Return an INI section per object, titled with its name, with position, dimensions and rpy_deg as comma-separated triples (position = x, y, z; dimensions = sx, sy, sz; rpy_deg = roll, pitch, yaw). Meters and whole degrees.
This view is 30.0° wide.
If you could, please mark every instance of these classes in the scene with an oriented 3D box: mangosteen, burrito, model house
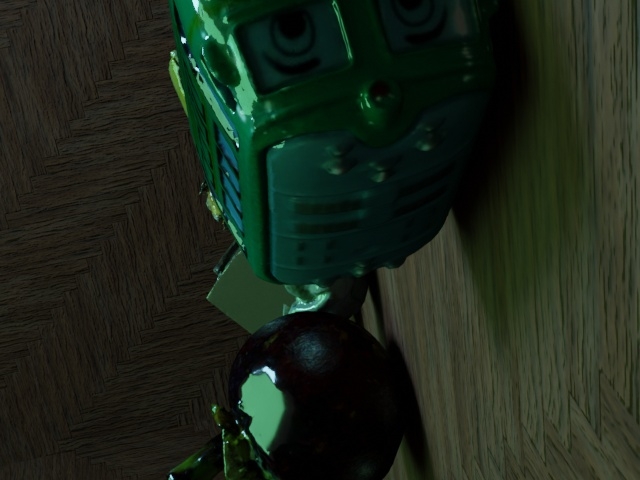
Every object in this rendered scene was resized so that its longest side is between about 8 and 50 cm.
[mangosteen]
position = -0.039, 0.213, 1.372
dimensions = 0.231, 0.289, 0.231
rpy_deg = 50, 157, 30
[burrito]
position = 0.000, 0.000, 1.426
dimensions = 0.089, 0.144, 0.229
rpy_deg = 29, 143, 49
[model house]
position = -0.026, 0.018, 1.724
dimensions = 0.176, 0.181, 0.248
rpy_deg = -49, 9, 33

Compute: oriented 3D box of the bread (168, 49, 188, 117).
[bread]
position = -0.108, -0.207, 1.713
dimensions = 0.124, 0.186, 0.257
rpy_deg = -179, 69, -80

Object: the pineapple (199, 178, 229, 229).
[pineapple]
position = -0.072, -0.069, 1.862
dimensions = 0.236, 0.186, 0.114
rpy_deg = -5, -104, -52

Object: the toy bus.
[toy bus]
position = 0.005, -0.099, 0.788
dimensions = 0.343, 0.183, 0.199
rpy_deg = 92, 162, -72
